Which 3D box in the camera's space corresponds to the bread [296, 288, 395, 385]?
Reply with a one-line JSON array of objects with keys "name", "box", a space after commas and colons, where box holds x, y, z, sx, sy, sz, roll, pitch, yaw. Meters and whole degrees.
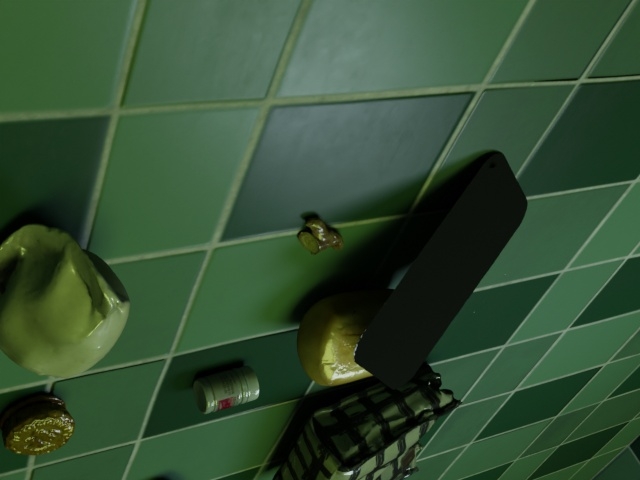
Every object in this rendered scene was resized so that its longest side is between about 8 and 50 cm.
[{"name": "bread", "box": [0.057, 0.144, 1.521, 0.217, 0.098, 0.147, -2, 111, -41]}]

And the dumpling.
[{"name": "dumpling", "box": [-0.304, 0.075, 1.092, 0.250, 0.162, 0.132, -47, -176, 46]}]

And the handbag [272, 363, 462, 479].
[{"name": "handbag", "box": [0.085, 0.407, 1.893, 0.327, 0.162, 0.325, -17, 150, -31]}]

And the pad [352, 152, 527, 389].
[{"name": "pad", "box": [0.184, 0.054, 1.508, 0.375, 0.063, 0.315, -53, 148, -5]}]

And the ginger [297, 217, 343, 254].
[{"name": "ginger", "box": [-0.001, 0.001, 1.335, 0.048, 0.030, 0.097, -38, 147, 10]}]

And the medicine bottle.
[{"name": "medicine bottle", "box": [-0.149, 0.236, 1.529, 0.091, 0.058, 0.058, -12, 145, -28]}]

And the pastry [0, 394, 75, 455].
[{"name": "pastry", "box": [-0.399, 0.260, 1.357, 0.097, 0.057, 0.109, 13, 127, -43]}]
